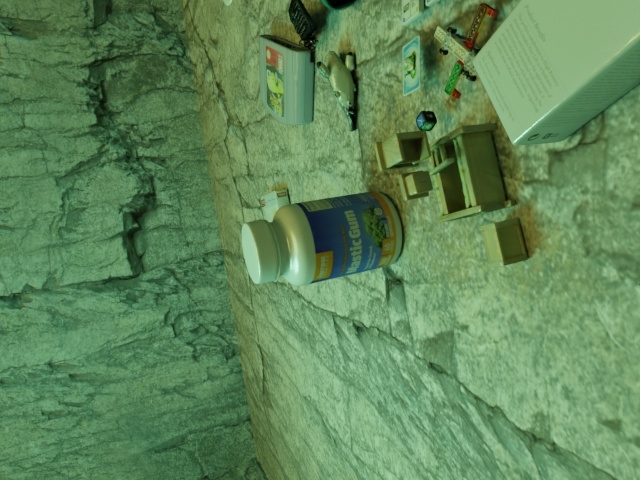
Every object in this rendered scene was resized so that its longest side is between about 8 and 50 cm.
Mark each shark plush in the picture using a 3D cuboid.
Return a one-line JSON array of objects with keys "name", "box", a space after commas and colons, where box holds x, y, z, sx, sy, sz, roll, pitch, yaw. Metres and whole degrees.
[{"name": "shark plush", "box": [0.052, -0.304, 0.905, 0.161, 0.073, 0.067, 60, 180, -9]}]

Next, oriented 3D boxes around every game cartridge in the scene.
[{"name": "game cartridge", "box": [-0.096, -0.413, 1.174, 0.294, 0.060, 0.195, -131, 32, -51]}]

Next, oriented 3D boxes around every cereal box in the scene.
[{"name": "cereal box", "box": [-0.130, -0.036, 1.440, 0.173, 0.048, 0.239, 179, 81, -68]}]

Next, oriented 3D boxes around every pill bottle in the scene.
[{"name": "pill bottle", "box": [0.000, 0.000, 0.841, 0.152, 0.272, 0.152, 168, 90, -68]}]

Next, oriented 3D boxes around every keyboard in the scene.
[{"name": "keyboard", "box": [-0.045, -0.449, 0.954, 0.100, 0.038, 0.192, 54, -175, -17]}]

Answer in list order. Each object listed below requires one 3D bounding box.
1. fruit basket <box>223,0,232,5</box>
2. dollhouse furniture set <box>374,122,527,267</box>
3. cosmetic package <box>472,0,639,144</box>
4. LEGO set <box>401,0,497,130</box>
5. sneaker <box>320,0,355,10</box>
[{"name": "fruit basket", "box": [-0.139, -0.636, 0.738, 0.327, 0.165, 0.352, -36, 79, 29]}, {"name": "dollhouse furniture set", "box": [0.155, -0.044, 0.593, 0.101, 0.161, 0.181, 161, 98, -68]}, {"name": "cosmetic package", "box": [0.250, -0.197, 0.396, 0.231, 0.086, 0.117, -49, 55, 60]}, {"name": "LEGO set", "box": [0.174, -0.280, 0.613, 0.182, 0.060, 0.244, -175, 84, -71]}, {"name": "sneaker", "box": [0.001, -0.481, 0.828, 0.302, 0.108, 0.120, -155, 62, -62]}]
